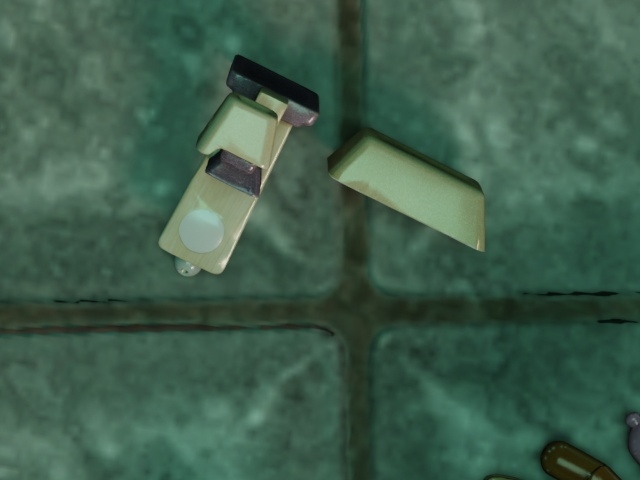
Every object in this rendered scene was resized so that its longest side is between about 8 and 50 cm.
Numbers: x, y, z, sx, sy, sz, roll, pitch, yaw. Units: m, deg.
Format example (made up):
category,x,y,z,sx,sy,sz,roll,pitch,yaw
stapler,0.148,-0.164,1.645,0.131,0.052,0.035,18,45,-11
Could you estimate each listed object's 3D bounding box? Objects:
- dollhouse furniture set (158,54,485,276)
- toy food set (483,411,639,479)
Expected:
category,x,y,z,sx,sy,sz,roll,pitch,yaw
dollhouse furniture set,0.000,0.000,0.603,0.114,0.091,0.081,26,104,-7
toy food set,0.111,0.105,0.638,0.122,0.019,0.078,-5,91,3
